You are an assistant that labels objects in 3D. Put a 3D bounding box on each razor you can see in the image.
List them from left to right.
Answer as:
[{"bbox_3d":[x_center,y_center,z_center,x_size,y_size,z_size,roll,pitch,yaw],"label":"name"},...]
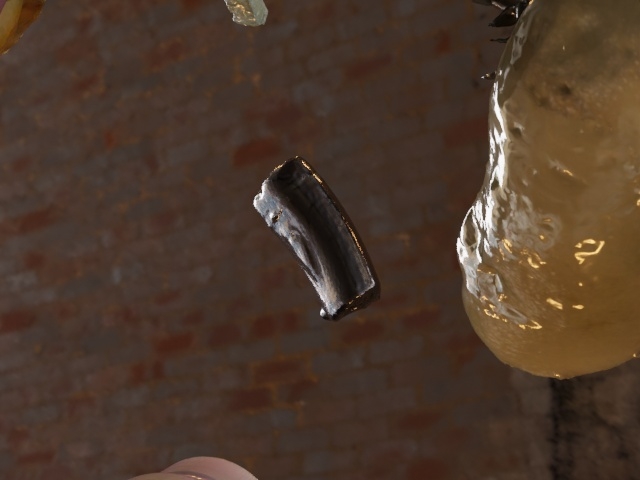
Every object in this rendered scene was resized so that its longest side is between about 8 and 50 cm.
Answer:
[{"bbox_3d":[0.000,0.000,1.294,0.054,0.090,0.148,-29,-100,-22],"label":"razor"}]

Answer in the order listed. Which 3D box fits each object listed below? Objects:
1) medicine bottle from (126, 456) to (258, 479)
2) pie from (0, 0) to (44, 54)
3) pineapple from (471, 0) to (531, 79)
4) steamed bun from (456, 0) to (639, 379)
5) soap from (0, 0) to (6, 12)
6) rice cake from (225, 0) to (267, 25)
[{"bbox_3d":[-0.185,0.361,1.478,0.213,0.378,0.214,2,-82,17],"label":"medicine bottle"},{"bbox_3d":[-0.233,-0.134,0.918,0.339,0.077,0.339,-52,-166,18],"label":"pie"},{"bbox_3d":[0.292,-0.225,1.232,0.364,0.165,0.166,-23,-126,21],"label":"pineapple"},{"bbox_3d":[0.150,-0.034,0.616,0.231,0.212,0.110,-50,-120,3],"label":"steamed bun"},{"bbox_3d":[-0.194,-0.073,0.594,0.122,0.065,0.203,-52,-173,-29],"label":"soap"},{"bbox_3d":[-0.062,-0.187,0.974,0.022,0.121,0.022,14,-114,22],"label":"rice cake"}]
